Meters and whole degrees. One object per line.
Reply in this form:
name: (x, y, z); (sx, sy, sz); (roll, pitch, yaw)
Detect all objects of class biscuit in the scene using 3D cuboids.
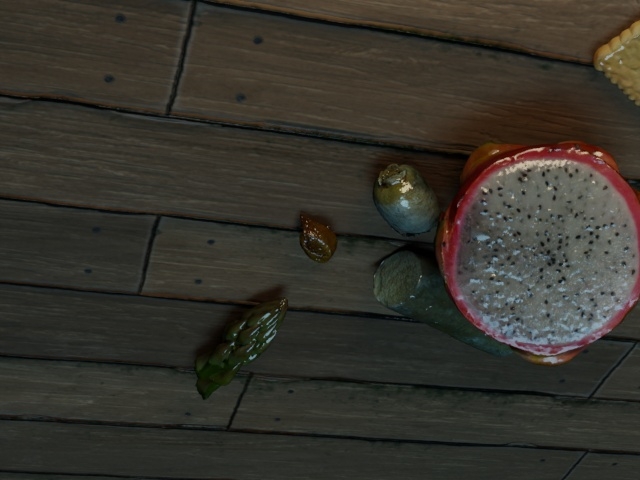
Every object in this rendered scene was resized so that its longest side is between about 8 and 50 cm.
biscuit: (0.481, -0.221, 1.421); (0.250, 0.030, 0.160); (28, 129, -35)

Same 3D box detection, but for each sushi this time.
sushi: (0.000, 0.000, 1.597); (0.050, 0.047, 0.099); (2, 143, 18)

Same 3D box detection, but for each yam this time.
yam: (0.209, 0.100, 1.705); (0.259, 0.106, 0.106); (24, 131, -33)

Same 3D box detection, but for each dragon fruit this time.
dragon fruit: (0.304, 0.003, 1.501); (0.306, 0.226, 0.305); (1, 99, 4)

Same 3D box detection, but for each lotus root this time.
lotus root: (0.126, -0.050, 1.534); (0.088, 0.088, 0.165); (-23, 148, 17)

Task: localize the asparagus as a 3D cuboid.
asparagus: (-0.138, 0.175, 1.762); (0.080, 0.080, 0.287); (23, 131, -31)
